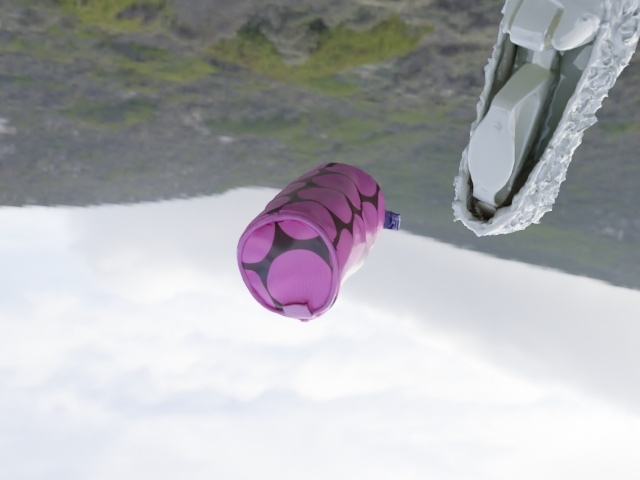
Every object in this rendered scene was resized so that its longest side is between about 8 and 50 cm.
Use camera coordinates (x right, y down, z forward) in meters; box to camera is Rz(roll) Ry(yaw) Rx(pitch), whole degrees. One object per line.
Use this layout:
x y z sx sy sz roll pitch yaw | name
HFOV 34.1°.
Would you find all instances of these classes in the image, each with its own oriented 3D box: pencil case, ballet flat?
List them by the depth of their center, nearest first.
0.000 0.000 0.853 0.095 0.098 0.209 3 -165 15 | pencil case
0.228 -0.172 1.059 0.146 0.409 0.147 9 -150 -5 | ballet flat
